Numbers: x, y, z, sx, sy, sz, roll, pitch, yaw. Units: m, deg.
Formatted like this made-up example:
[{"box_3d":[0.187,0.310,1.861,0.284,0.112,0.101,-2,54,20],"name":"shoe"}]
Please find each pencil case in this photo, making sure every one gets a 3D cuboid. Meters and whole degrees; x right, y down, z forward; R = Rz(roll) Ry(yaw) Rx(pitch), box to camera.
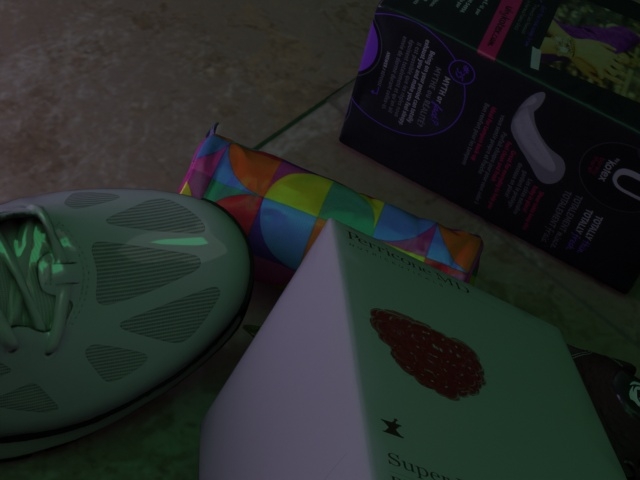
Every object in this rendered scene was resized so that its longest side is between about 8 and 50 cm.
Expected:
[{"box_3d":[0.000,0.000,0.958,0.236,0.104,0.104,23,52,4],"name":"pencil case"}]

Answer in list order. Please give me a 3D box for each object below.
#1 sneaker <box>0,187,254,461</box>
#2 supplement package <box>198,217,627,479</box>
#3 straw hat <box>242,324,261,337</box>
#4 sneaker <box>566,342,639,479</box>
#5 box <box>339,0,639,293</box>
[{"box_3d":[-0.233,0.048,0.746,0.447,0.257,0.169,-13,81,-17],"name":"sneaker"},{"box_3d":[0.046,0.150,0.697,0.177,0.175,0.293,25,22,-16],"name":"supplement package"},{"box_3d":[0.007,0.108,0.894,0.144,0.144,0.061,17,91,1],"name":"straw hat"},{"box_3d":[0.187,0.177,0.860,0.162,0.106,0.281,12,51,-7],"name":"sneaker"},{"box_3d":[0.175,-0.110,1.036,0.270,0.165,0.143,29,53,10],"name":"box"}]
